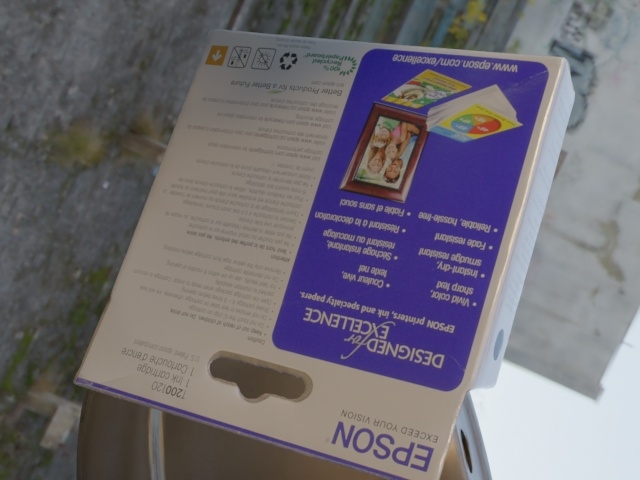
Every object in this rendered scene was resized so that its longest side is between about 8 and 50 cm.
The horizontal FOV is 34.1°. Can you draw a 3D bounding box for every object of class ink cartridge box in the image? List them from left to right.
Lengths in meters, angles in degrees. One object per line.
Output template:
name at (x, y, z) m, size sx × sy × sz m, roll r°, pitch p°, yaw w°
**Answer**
ink cartridge box at (0.000, 0.000, 0.514) m, size 0.045 × 0.206 × 0.208 m, roll 41°, pitch 64°, yaw -57°

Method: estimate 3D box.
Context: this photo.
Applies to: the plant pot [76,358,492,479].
plant pot at (-0.006, 0.207, 0.876) m, size 0.323 × 0.281 × 0.323 m, roll -14°, pitch 90°, yaw -78°
